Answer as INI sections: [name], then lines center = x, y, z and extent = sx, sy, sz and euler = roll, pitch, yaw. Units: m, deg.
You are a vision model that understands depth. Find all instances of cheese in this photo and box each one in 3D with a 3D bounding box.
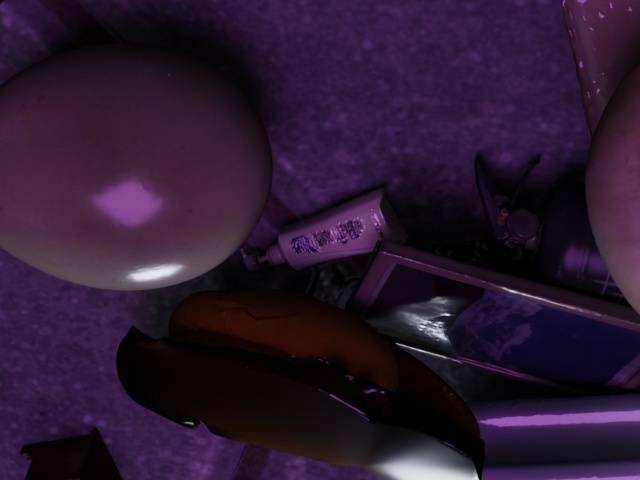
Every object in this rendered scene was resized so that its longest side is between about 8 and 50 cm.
[cheese]
center = 0.202, -0.220, 1.127
extent = 0.085, 0.034, 0.400
euler = -7, 123, 18

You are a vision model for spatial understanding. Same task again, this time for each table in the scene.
[table]
center = -0.241, 0.237, 1.488
extent = 0.082, 0.070, 0.083
euler = -12, 123, 16

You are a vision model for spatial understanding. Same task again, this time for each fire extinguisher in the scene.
[fire extinguisher]
center = 0.269, 0.006, 1.239
extent = 0.311, 0.095, 0.114
euler = 9, 81, 1

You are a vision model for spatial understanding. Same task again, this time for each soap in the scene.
[soap]
center = 0.241, 0.215, 1.361
extent = 0.289, 0.095, 0.173
euler = -4, 140, 11

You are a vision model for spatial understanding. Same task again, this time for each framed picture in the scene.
[framed picture]
center = 0.152, 0.068, 1.284
extent = 0.260, 0.023, 0.189
euler = 16, 156, -4

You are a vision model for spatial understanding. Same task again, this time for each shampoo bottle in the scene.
[shampoo bottle]
center = 0.000, 0.000, 1.309
extent = 0.141, 0.034, 0.049
euler = -19, 125, 22

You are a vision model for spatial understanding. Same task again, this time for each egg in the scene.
[egg]
center = -0.160, -0.056, 1.200
extent = 0.254, 0.188, 0.188
euler = -1, 125, 18

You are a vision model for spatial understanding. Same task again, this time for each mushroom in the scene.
[mushroom]
center = 0.304, -0.038, 1.085
extent = 0.246, 0.246, 0.202
euler = 32, 159, -13

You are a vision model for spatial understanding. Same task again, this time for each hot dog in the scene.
[hot dog]
center = -0.004, 0.117, 1.314
extent = 0.326, 0.107, 0.194
euler = 23, 149, 12

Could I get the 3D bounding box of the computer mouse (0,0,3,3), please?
[computer mouse]
center = -0.348, -0.282, 1.142
extent = 0.310, 0.072, 0.158
euler = 41, 119, -19
